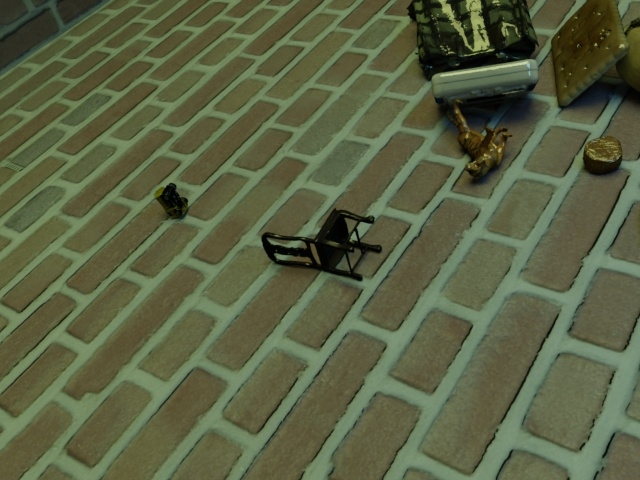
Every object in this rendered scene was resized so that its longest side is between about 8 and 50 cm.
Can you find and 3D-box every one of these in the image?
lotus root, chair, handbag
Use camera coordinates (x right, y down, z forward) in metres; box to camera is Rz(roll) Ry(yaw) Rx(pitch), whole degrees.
[{"bbox_3d":[0.823,-0.400,1.602,0.182,0.183,0.310,-26,44,-10],"label":"lotus root"},{"bbox_3d":[0.000,0.000,1.493,0.229,0.106,0.113,13,51,27],"label":"chair"},{"bbox_3d":[0.428,-0.615,1.972,0.325,0.162,0.327,-9,51,14],"label":"handbag"}]

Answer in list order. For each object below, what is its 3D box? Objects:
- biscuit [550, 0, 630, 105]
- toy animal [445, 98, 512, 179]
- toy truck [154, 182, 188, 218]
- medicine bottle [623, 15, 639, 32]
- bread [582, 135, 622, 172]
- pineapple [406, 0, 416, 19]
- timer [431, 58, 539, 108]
[{"bbox_3d":[0.667,-0.496,1.750,0.217,0.044,0.325,-44,23,43],"label":"biscuit"},{"bbox_3d":[0.365,-0.245,1.657,0.114,0.116,0.255,17,27,-27],"label":"toy animal"},{"bbox_3d":[-0.371,-0.096,1.733,0.054,0.083,0.049,-12,40,28],"label":"toy truck"},{"bbox_3d":[0.775,-0.512,1.815,0.231,0.059,0.059,-35,45,-19],"label":"medicine bottle"},{"bbox_3d":[0.620,-0.185,1.527,0.085,0.053,0.085,-7,56,10],"label":"bread"},{"bbox_3d":[0.370,-0.782,2.203,0.237,0.111,0.119,-45,17,-16],"label":"pineapple"},{"bbox_3d":[0.407,-0.383,1.727,0.253,0.078,0.178,-6,2,13],"label":"timer"}]
